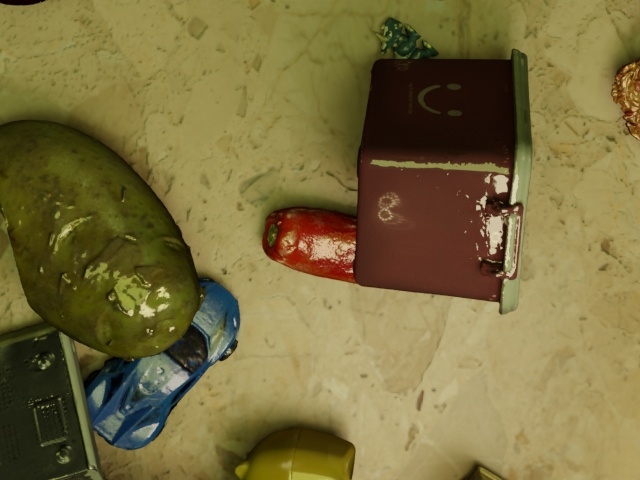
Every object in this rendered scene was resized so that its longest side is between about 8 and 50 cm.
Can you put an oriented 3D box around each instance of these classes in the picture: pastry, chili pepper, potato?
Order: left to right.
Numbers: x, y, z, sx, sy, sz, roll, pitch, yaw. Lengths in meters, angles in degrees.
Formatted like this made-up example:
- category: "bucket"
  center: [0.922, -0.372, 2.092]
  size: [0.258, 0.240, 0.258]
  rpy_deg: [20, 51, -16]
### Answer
- category: "potato"
  center: [-0.249, -0.003, 1.825]
  size: [0.176, 0.141, 0.298]
  rpy_deg: [-39, 82, -13]
- category: "chili pepper"
  center: [0.000, 0.000, 1.881]
  size: [0.123, 0.073, 0.070]
  rpy_deg: [12, 57, -8]
- category: "pastry"
  center: [0.383, -0.132, 1.888]
  size: [0.087, 0.063, 0.169]
  rpy_deg: [-29, 106, 26]

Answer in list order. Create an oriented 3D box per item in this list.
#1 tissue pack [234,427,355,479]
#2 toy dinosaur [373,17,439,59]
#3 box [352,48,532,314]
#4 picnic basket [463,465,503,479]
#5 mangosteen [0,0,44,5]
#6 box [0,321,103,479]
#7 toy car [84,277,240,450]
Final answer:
- category: "tissue pack"
  center: [-0.032, 0.298, 1.902]
  size: [0.127, 0.123, 0.178]
  rpy_deg: [9, 104, 6]
- category: "toy dinosaur"
  center: [0.093, -0.201, 1.868]
  size: [0.083, 0.030, 0.047]
  rpy_deg: [43, 96, -9]
- category: "box"
  center: [0.124, -0.067, 1.766]
  size: [0.167, 0.294, 0.193]
  rpy_deg: [2, 118, 4]
- category: "picnic basket"
  center: [0.199, 0.333, 1.908]
  size: [0.115, 0.164, 0.079]
  rpy_deg: [34, 105, -10]
- category: "mangosteen"
  center: [-0.307, -0.332, 1.762]
  size: [0.166, 0.166, 0.180]
  rpy_deg: [25, 73, -8]
- category: "box"
  center: [-0.377, 0.209, 1.847]
  size: [0.270, 0.045, 0.211]
  rpy_deg: [-16, 59, 0]
- category: "toy car"
  center: [-0.172, 0.135, 1.894]
  size: [0.103, 0.063, 0.216]
  rpy_deg: [40, 95, -10]
